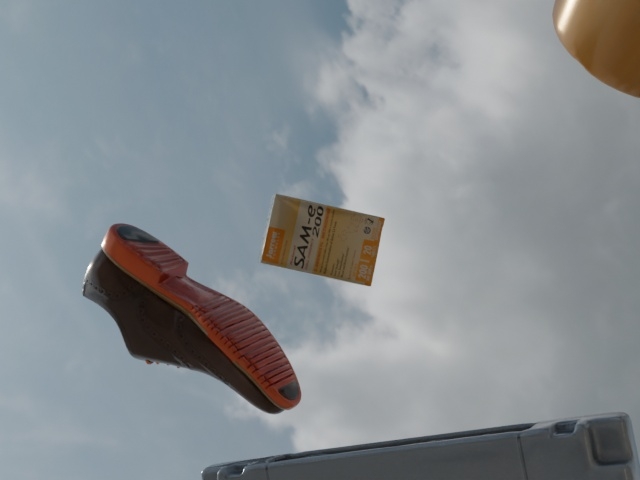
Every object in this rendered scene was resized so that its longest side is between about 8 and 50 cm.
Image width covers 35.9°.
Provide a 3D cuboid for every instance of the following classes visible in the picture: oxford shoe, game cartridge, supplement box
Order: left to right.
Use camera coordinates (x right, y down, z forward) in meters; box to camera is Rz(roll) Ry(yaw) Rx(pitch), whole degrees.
[{"bbox_3d":[-0.136,0.099,1.028,0.271,0.097,0.098,40,-74,17],"label":"oxford shoe"},{"bbox_3d":[0.000,0.000,0.852,0.099,0.036,0.062,12,-92,-9],"label":"supplement box"},{"bbox_3d":[0.066,0.226,0.630,0.297,0.062,0.198,-12,-93,25],"label":"game cartridge"}]

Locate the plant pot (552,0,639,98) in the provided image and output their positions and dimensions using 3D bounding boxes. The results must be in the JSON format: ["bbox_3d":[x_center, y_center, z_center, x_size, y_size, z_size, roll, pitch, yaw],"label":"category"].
[{"bbox_3d":[0.260,-0.206,0.687,0.205,0.205,0.188,7,-37,-15],"label":"plant pot"}]
